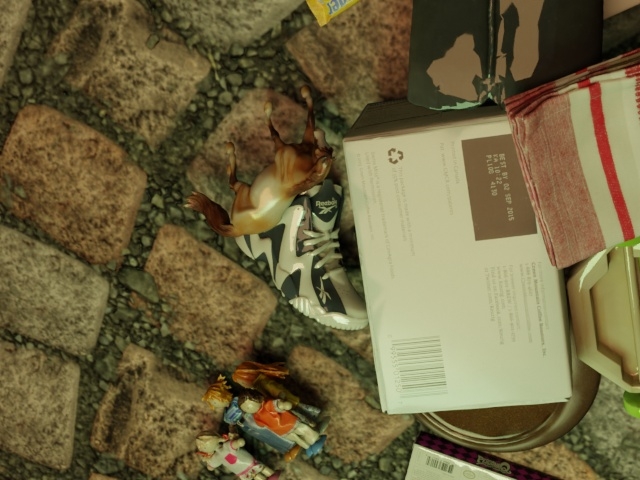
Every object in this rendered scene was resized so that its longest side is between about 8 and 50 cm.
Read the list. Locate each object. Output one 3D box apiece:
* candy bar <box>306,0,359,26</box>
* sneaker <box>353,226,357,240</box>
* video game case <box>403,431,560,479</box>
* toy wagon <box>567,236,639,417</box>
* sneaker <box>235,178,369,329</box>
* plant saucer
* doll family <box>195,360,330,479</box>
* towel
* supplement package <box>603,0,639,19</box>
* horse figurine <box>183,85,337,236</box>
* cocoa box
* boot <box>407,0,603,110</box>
[{"bbox_3d":[0.054,-0.321,1.649,0.161,0.018,0.040,-25,105,30],"label":"candy bar"},{"bbox_3d":[0.085,0.001,1.777,0.078,0.067,0.188,8,114,27],"label":"sneaker"},{"bbox_3d":[0.227,0.406,1.934,0.232,0.042,0.210,17,120,12],"label":"video game case"},{"bbox_3d":[0.465,0.081,1.524,0.344,0.068,0.267,-4,120,18],"label":"toy wagon"},{"bbox_3d":[0.000,0.000,1.763,0.235,0.094,0.153,46,122,30],"label":"sneaker"},{"bbox_3d":[0.225,0.171,1.815,0.311,0.050,0.310,9,118,17],"label":"plant saucer"},{"bbox_3d":[-0.090,0.258,1.954,0.163,0.118,0.263,35,140,-6],"label":"doll family"},{"bbox_3d":[0.371,-0.106,1.369,0.329,0.037,0.237,-21,131,6],"label":"towel"},{"bbox_3d":[0.284,-0.337,1.461,0.293,0.177,0.175,-23,104,29],"label":"supplement package"},{"bbox_3d":[-0.071,-0.084,1.730,0.066,0.174,0.263,21,130,-39],"label":"horse figurine"},{"bbox_3d":[0.174,0.003,1.602,0.231,0.228,0.347,-7,105,11],"label":"cocoa box"},{"bbox_3d":[0.266,-0.328,1.281,0.367,0.146,0.445,13,114,23],"label":"boot"}]
